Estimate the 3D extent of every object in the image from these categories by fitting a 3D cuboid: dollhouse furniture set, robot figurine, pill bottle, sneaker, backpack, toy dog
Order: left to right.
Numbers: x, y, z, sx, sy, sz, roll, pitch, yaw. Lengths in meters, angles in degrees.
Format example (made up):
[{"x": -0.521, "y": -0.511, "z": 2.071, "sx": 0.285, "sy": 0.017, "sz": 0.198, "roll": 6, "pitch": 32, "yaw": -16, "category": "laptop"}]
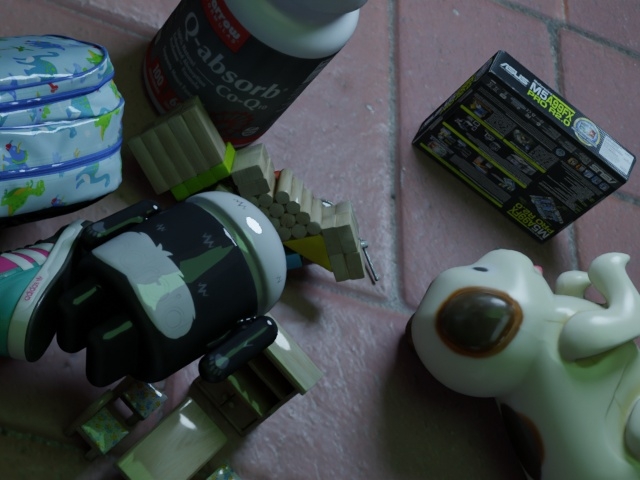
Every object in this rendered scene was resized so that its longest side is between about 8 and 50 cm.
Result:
[{"x": -0.394, "y": -0.122, "z": 1.737, "sx": 0.356, "sy": 0.290, "sz": 0.273, "roll": 6, "pitch": 94, "yaw": -42, "category": "backpack"}, {"x": -0.381, "y": 0.045, "z": 1.747, "sx": 0.178, "sy": 0.123, "sz": 0.295, "roll": 11, "pitch": 22, "yaw": 4, "category": "sneaker"}, {"x": -0.170, "y": 0.057, "z": 1.706, "sx": 0.278, "sy": 0.173, "sz": 0.209, "roll": -32, "pitch": 102, "yaw": -30, "category": "robot figurine"}, {"x": -0.136, "y": 0.217, "z": 1.768, "sx": 0.212, "sy": 0.161, "sz": 0.242, "roll": 48, "pitch": 48, "yaw": 1, "category": "dollhouse furniture set"}, {"x": -0.077, "y": -0.297, "z": 1.987, "sx": 0.210, "sy": 0.363, "sz": 0.210, "roll": 16, "pitch": 55, "yaw": -24, "category": "pill bottle"}, {"x": 0.307, "y": 0.189, "z": 2.043, "sx": 0.408, "sy": 0.284, "sz": 0.395, "roll": 42, "pitch": 84, "yaw": -6, "category": "toy dog"}]

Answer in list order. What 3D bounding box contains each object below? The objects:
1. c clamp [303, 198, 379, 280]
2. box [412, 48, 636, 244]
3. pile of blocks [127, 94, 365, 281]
[{"x": 0.000, "y": 0.000, "z": 2.084, "sx": 0.161, "sy": 0.022, "sz": 0.137, "roll": -5, "pitch": 65, "yaw": -35, "category": "c clamp"}, {"x": 0.307, "y": -0.137, "z": 2.242, "sx": 0.270, "sy": 0.216, "sz": 0.060, "roll": 37, "pitch": 50, "yaw": -8, "category": "box"}, {"x": -0.094, "y": -0.060, "z": 2.007, "sx": 0.362, "sy": 0.149, "sz": 0.112, "roll": 36, "pitch": 20, "yaw": -13, "category": "pile of blocks"}]
